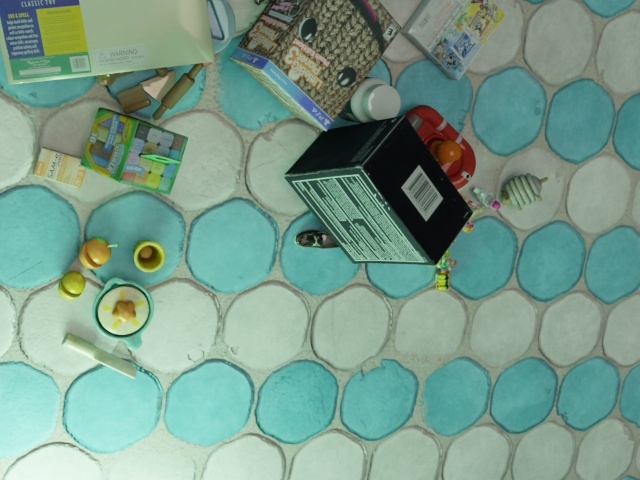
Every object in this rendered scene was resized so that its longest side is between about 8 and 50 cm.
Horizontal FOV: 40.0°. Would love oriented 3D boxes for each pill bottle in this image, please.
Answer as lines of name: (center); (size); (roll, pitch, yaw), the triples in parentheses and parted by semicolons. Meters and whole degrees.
pill bottle: (0.106, -0.319, 2.000); (0.108, 0.180, 0.107); (-5, 104, -22)

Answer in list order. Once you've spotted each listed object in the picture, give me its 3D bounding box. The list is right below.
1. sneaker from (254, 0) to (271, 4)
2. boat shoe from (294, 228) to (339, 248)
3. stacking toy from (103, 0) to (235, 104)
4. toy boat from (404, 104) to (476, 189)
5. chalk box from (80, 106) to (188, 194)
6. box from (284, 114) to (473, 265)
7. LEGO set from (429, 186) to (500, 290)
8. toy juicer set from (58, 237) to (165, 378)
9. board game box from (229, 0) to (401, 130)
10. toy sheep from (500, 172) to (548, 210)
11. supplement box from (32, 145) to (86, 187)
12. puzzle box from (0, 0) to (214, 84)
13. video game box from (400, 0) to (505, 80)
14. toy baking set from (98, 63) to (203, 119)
sneaker: (-0.087, -0.562, 1.942); (0.158, 0.061, 0.064); (-22, 141, -24)
boat shoe: (0.000, 0.000, 2.107); (0.125, 0.038, 0.046); (5, 100, -24)
stacking toy: (-0.342, -0.436, 1.811); (0.309, 0.130, 0.279); (28, 90, -25)
toy boat: (0.287, -0.215, 2.117); (0.231, 0.151, 0.151); (40, 85, -25)
chalk box: (-0.369, -0.177, 1.798); (0.132, 0.213, 0.132); (15, 96, -44)
box: (0.128, -0.106, 1.981); (0.182, 0.294, 0.296); (-51, 117, -26)
LEGO set: (0.351, -0.005, 2.217); (0.132, 0.107, 0.287); (28, 90, -26)
toy juicer set: (-0.468, 0.148, 1.915); (0.209, 0.089, 0.328); (9, 99, -25)
board game box: (-0.007, -0.433, 1.916); (0.232, 0.141, 0.291); (37, 87, -41)
toy sheep: (0.528, -0.130, 2.273); (0.132, 0.091, 0.091); (-29, 114, 12)
supplement box: (-0.545, -0.153, 1.841); (0.099, 0.036, 0.062); (16, 95, -25)
puzzle box: (-0.424, -0.461, 1.697); (0.409, 0.052, 0.272); (-7, 111, -5)
video game box: (0.321, -0.524, 2.119); (0.187, 0.048, 0.205); (37, 86, -24)
toy baking set: (-0.346, -0.366, 1.809); (0.256, 0.030, 0.197); (-41, 124, 18)
